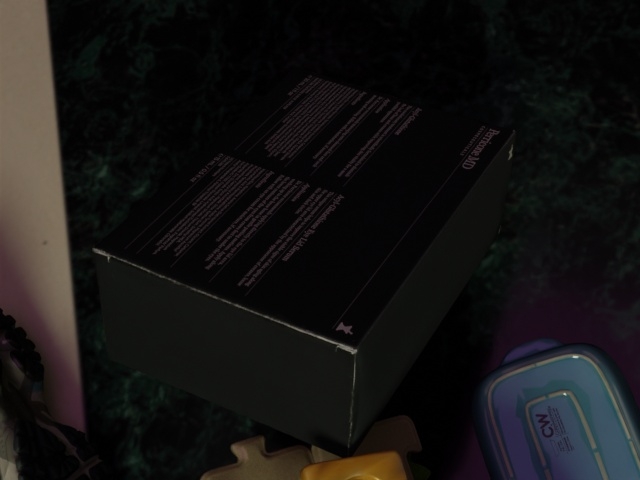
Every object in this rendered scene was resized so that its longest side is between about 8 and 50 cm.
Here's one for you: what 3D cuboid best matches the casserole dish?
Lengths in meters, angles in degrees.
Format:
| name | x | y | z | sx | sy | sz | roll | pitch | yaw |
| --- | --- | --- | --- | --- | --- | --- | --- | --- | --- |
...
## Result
| name | x | y | z | sx | sy | sz | roll | pitch | yaw |
| --- | --- | --- | --- | --- | --- | --- | --- | --- | --- |
| casserole dish | 0.172 | 0.152 | 0.762 | 0.114 | 0.037 | 0.188 | -20 | 66 | 7 |

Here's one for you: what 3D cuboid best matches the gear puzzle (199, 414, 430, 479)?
| name | x | y | z | sx | sy | sz | roll | pitch | yaw |
| --- | --- | --- | --- | --- | --- | --- | --- | --- | --- |
| gear puzzle | 0.004 | 0.207 | 0.741 | 0.175 | 0.044 | 0.339 | -13 | 73 | -22 |

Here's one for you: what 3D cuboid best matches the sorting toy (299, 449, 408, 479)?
| name | x | y | z | sx | sy | sz | roll | pitch | yaw |
| --- | --- | --- | --- | --- | --- | --- | --- | --- | --- |
| sorting toy | 0.071 | 0.269 | 0.574 | 0.196 | 0.047 | 0.347 | -18 | 68 | -27 |

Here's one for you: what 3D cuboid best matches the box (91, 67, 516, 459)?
| name | x | y | z | sx | sy | sz | roll | pitch | yaw |
| --- | --- | --- | --- | --- | --- | --- | --- | --- | --- |
| box | 0.000 | 0.000 | 0.759 | 0.184 | 0.103 | 0.261 | 18 | 41 | 22 |

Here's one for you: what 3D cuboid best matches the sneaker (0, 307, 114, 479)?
| name | x | y | z | sx | sy | sz | roll | pitch | yaw |
| --- | --- | --- | --- | --- | --- | --- | --- | --- | --- |
| sneaker | -0.243 | 0.180 | 0.844 | 0.122 | 0.110 | 0.283 | -43 | 62 | 17 |
